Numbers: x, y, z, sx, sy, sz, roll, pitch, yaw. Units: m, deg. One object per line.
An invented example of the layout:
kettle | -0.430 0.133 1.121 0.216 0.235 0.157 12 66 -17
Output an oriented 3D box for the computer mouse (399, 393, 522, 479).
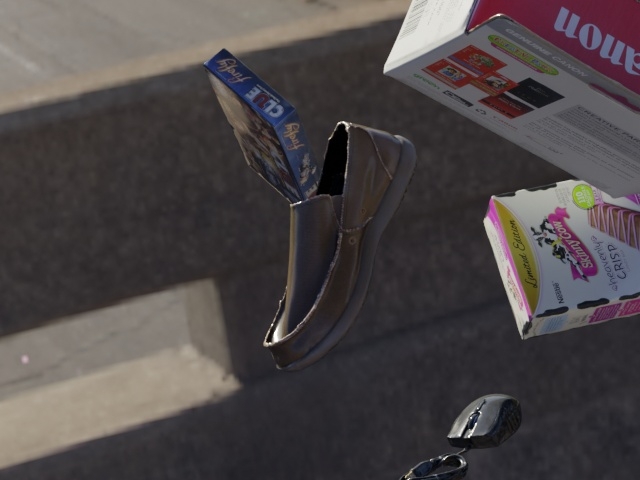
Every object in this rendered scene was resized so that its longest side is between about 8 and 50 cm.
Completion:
computer mouse | 0.146 0.206 1.587 0.071 0.041 0.242 -4 11 29

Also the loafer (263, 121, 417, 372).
loafer | 0.000 0.000 1.995 0.134 0.130 0.366 -20 43 57

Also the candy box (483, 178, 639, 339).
candy box | 0.322 0.008 1.738 0.233 0.071 0.159 -12 65 -8

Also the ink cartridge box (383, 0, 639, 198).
ink cartridge box | 0.265 -0.177 1.534 0.309 0.130 0.272 27 -13 -17

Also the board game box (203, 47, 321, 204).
board game box | -0.070 -0.144 2.145 0.042 0.243 0.165 -40 56 -12
